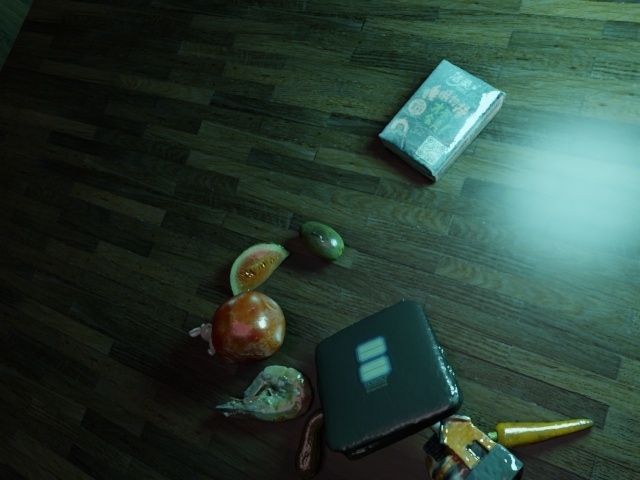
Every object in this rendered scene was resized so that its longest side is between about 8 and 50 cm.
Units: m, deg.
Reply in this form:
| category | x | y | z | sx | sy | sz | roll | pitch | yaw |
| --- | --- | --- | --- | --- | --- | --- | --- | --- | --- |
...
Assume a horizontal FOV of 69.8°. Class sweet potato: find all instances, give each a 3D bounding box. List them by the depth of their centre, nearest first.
| category | x | y | z | sx | sy | sz | roll | pitch | yaw |
| --- | --- | --- | --- | --- | --- | --- | --- | --- | --- |
| sweet potato | -0.017 | 0.566 | 1.318 | 0.081 | 0.062 | 0.233 | 20 | 80 | 7 |

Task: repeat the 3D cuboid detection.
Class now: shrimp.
| category | x | y | z | sx | sy | sz | roll | pitch | yaw |
| --- | --- | --- | --- | --- | --- | --- | --- | --- | --- |
| shrimp | -0.178 | 0.471 | 1.397 | 0.317 | 0.062 | 0.164 | -10 | 69 | 12 |

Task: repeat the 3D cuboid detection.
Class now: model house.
| category | x | y | z | sx | sy | sz | roll | pitch | yaw |
| --- | --- | --- | --- | --- | --- | --- | --- | --- | --- |
| model house | 0.320 | 0.533 | 1.118 | 0.190 | 0.271 | 0.301 | -41 | 51 | -10 |

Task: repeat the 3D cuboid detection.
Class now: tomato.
| category | x | y | z | sx | sy | sz | roll | pitch | yaw |
| --- | --- | --- | --- | --- | --- | --- | --- | --- | --- |
| tomato | -0.220 | 0.260 | 1.388 | 0.232 | 0.188 | 0.232 | -3 | 71 | 9 |

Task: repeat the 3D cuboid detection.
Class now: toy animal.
| category | x | y | z | sx | sy | sz | roll | pitch | yaw |
| --- | --- | --- | --- | --- | --- | --- | --- | --- | --- |
| toy animal | -0.353 | 0.311 | 1.490 | 0.124 | 0.071 | 0.085 | 49 | 113 | 14 |

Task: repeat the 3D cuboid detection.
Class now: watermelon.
| category | x | y | z | sx | sy | sz | roll | pitch | yaw |
| --- | --- | --- | --- | --- | --- | --- | --- | --- | --- |
| watermelon | -0.214 | 0.084 | 1.511 | 0.245 | 0.063 | 0.119 | -39 | 81 | 6 |

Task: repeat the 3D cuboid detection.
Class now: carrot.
| category | x | y | z | sx | sy | sz | roll | pitch | yaw |
| --- | --- | --- | --- | --- | --- | --- | --- | --- | --- |
| carrot | 0.551 | 0.479 | 1.152 | 0.256 | 0.061 | 0.061 | -11 | 73 | 6 |

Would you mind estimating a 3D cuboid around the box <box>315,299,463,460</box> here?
| category | x | y | z | sx | sy | sz | roll | pitch | yaw |
| --- | --- | --- | --- | --- | --- | --- | --- | --- | --- |
| box | 0.158 | 0.355 | 1.209 | 0.359 | 0.091 | 0.350 | -30 | 38 | 14 |

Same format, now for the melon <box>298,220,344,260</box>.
| category | x | y | z | sx | sy | sz | roll | pitch | yaw |
| --- | --- | --- | --- | --- | --- | --- | --- | --- | --- |
| melon | 0.000 | 0.000 | 1.432 | 0.162 | 0.099 | 0.099 | 34 | 89 | 22 |

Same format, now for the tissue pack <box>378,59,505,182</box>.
| category | x | y | z | sx | sy | sz | roll | pitch | yaw |
| --- | --- | --- | --- | --- | --- | --- | --- | --- | --- |
| tissue pack | 0.364 | -0.365 | 1.396 | 0.228 | 0.103 | 0.316 | 42 | 93 | 21 |
